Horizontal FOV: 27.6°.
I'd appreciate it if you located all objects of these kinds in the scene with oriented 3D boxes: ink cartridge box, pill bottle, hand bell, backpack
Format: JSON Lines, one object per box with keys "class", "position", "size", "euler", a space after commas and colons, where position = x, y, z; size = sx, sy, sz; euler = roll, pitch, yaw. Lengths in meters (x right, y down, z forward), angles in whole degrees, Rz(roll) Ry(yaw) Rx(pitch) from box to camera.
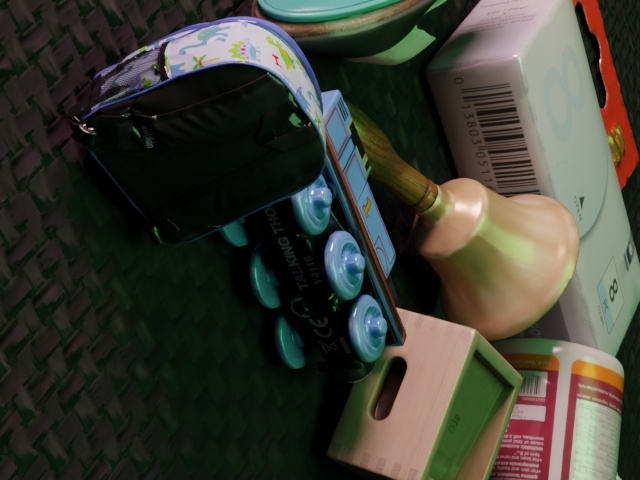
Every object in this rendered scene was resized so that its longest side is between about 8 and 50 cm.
{"class": "ink cartridge box", "position": [0.243, -0.109, 1.195], "size": [0.385, 0.091, 0.308], "euler": [-50, 128, -45]}
{"class": "pill bottle", "position": [0.169, 0.196, 1.018], "size": [0.121, 0.121, 0.221], "euler": [33, 61, -51]}
{"class": "hand bell", "position": [0.066, -0.038, 0.923], "size": [0.242, 0.126, 0.126], "euler": [37, 56, -36]}
{"class": "backpack", "position": [-0.057, -0.067, 0.701], "size": [0.105, 0.114, 0.084], "euler": [57, 23, -35]}

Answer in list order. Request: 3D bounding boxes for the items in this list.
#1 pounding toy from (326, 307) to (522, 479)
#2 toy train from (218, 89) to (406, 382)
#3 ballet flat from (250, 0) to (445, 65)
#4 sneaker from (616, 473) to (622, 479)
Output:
{"class": "pounding toy", "position": [0.072, 0.107, 0.912], "size": [0.130, 0.100, 0.141], "euler": [43, 65, -56]}
{"class": "toy train", "position": [0.000, 0.000, 0.819], "size": [0.184, 0.080, 0.105], "euler": [66, 32, -28]}
{"class": "ballet flat", "position": [0.057, -0.179, 0.898], "size": [0.280, 0.095, 0.096], "euler": [-43, 147, -35]}
{"class": "sneaker", "position": [0.225, 0.172, 1.180], "size": [0.166, 0.065, 0.076], "euler": [55, 28, -44]}
